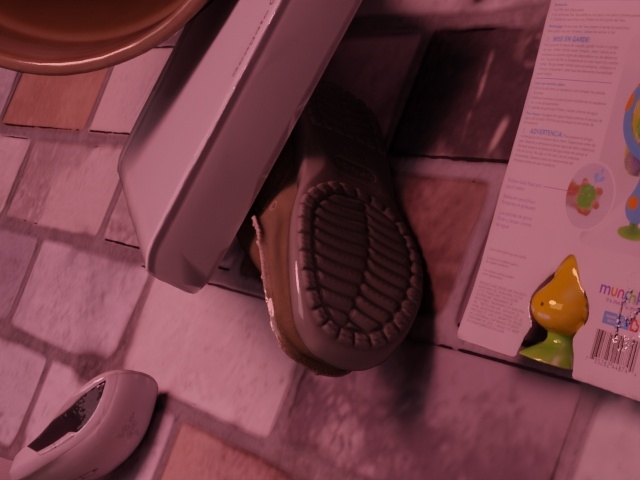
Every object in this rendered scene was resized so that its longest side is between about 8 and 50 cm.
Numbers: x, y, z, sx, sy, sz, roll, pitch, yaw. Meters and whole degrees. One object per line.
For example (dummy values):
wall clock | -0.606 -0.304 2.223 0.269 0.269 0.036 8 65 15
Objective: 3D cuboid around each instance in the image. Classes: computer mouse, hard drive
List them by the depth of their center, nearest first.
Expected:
hard drive | -0.069 -0.113 1.042 0.233 0.047 0.353 -62 16 6
computer mouse | -0.190 0.169 1.079 0.193 0.106 0.042 -45 49 18

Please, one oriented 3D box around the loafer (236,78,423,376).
loafer | 0.000 0.000 0.905 0.087 0.094 0.251 -50 24 31

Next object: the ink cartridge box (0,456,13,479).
ink cartridge box | -0.387 0.303 1.176 0.198 0.197 0.270 -30 45 45

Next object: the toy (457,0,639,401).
toy | 0.155 -0.047 0.719 0.137 0.056 0.237 17 88 56

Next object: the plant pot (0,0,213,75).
plant pot | -0.164 -0.311 1.112 0.323 0.323 0.280 -51 0 24
